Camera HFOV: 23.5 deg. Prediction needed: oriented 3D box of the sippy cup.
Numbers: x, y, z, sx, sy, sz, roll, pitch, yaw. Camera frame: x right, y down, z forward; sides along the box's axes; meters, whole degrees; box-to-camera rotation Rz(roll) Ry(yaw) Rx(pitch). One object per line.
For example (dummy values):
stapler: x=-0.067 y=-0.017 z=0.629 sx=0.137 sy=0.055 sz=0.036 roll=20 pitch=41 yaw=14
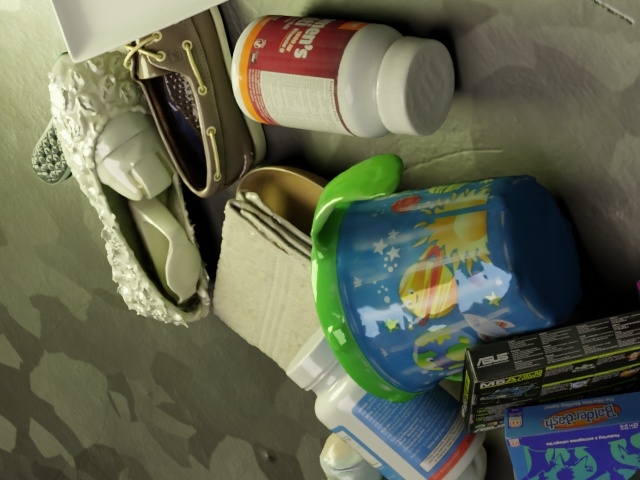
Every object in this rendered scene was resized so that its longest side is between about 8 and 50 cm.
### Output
sippy cup: x=0.145 y=0.036 z=1.634 sx=0.224 sy=0.305 sz=0.240 roll=-18 pitch=77 yaw=35

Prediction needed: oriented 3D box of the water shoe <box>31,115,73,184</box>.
water shoe: x=-0.298 y=-0.161 z=1.963 sx=0.073 sy=0.080 sz=0.203 roll=43 pitch=114 yaw=0

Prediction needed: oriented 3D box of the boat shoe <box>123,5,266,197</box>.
boat shoe: x=-0.170 y=-0.206 z=1.794 sx=0.116 sy=0.096 sz=0.324 roll=-3 pitch=119 yaw=42

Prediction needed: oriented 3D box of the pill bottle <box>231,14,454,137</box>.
pill bottle: x=0.024 y=-0.173 z=1.637 sx=0.221 sy=0.121 sz=0.121 roll=10 pitch=127 yaw=35

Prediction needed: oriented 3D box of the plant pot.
plant pot: x=0.000 y=0.000 z=1.834 sx=0.236 sy=0.032 sz=0.236 roll=31 pitch=147 yaw=23

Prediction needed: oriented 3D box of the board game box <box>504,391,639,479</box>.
board game box: x=0.294 y=0.257 z=1.644 sx=0.160 sy=0.047 sz=0.210 roll=-10 pitch=128 yaw=13

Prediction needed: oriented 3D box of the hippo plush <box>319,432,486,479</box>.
hippo plush: x=0.136 y=0.365 z=1.940 sx=0.294 sy=0.234 sz=0.236 roll=38 pitch=171 yaw=33

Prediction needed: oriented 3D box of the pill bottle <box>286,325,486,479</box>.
pill bottle: x=0.073 y=0.190 z=1.781 sx=0.221 sy=0.124 sz=0.124 roll=42 pitch=139 yaw=-5

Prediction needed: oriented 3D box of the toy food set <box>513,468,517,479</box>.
toy food set: x=0.301 y=0.306 z=1.794 sx=0.219 sy=0.092 sz=0.306 roll=12 pitch=127 yaw=34

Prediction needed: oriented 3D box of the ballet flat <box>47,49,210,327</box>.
ballet flat: x=-0.213 y=-0.057 z=1.908 sx=0.147 sy=0.147 sz=0.409 roll=14 pitch=137 yaw=33

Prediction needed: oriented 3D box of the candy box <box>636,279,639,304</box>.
candy box: x=0.402 y=0.156 z=1.556 sx=0.159 sy=0.071 sz=0.233 roll=-135 pitch=25 yaw=-59

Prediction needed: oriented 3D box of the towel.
towel: x=-0.048 y=0.064 z=1.892 sx=0.187 sy=0.049 sz=0.282 roll=38 pitch=150 yaw=14

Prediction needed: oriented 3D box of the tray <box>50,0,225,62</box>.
tray: x=-0.184 y=-0.308 z=1.705 sx=0.270 sy=0.030 sz=0.145 roll=-19 pitch=93 yaw=24

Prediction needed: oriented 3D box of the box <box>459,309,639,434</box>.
box: x=0.244 y=0.141 z=1.617 sx=0.184 sy=0.190 sz=0.045 roll=81 pitch=176 yaw=-63

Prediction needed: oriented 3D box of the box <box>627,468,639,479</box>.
box: x=0.429 y=0.307 z=1.368 sx=0.296 sy=0.182 sz=0.294 roll=55 pitch=150 yaw=3
